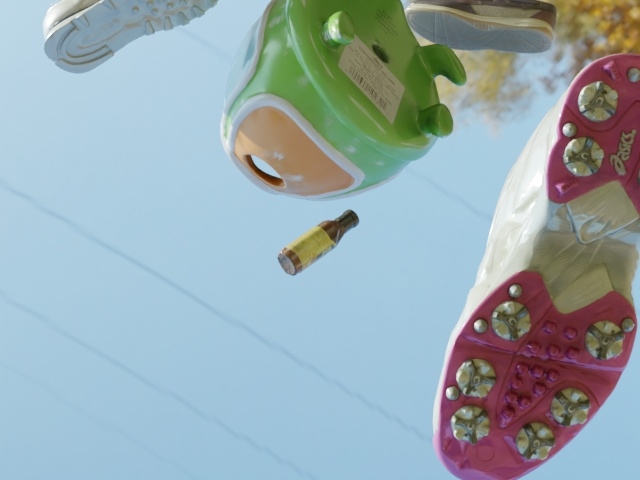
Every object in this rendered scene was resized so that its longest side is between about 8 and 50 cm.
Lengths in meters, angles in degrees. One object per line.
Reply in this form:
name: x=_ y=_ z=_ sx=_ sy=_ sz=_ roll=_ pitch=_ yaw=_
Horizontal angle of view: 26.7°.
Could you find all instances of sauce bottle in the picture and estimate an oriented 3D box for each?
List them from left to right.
sauce bottle: x=0.000 y=0.000 z=1.803 sx=0.128 sy=0.042 sz=0.042 roll=-35 pitch=-105 yaw=-27

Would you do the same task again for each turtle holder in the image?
turtle holder: x=0.002 y=-0.189 z=1.521 sx=0.243 sy=0.227 sz=0.320 roll=25 pitch=-139 yaw=-41

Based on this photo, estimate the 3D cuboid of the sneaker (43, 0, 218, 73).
sneaker: x=-0.209 y=-0.280 z=1.513 sx=0.095 sy=0.235 sz=0.090 roll=-103 pitch=-12 yaw=-48

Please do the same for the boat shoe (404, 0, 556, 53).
boat shoe: x=0.299 y=-0.412 z=2.489 sx=0.285 sy=0.103 sz=0.092 roll=10 pitch=-120 yaw=24

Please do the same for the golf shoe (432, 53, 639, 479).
golf shoe: x=0.161 y=0.022 z=0.931 sx=0.115 sy=0.306 sz=0.140 roll=25 pitch=-178 yaw=-7
